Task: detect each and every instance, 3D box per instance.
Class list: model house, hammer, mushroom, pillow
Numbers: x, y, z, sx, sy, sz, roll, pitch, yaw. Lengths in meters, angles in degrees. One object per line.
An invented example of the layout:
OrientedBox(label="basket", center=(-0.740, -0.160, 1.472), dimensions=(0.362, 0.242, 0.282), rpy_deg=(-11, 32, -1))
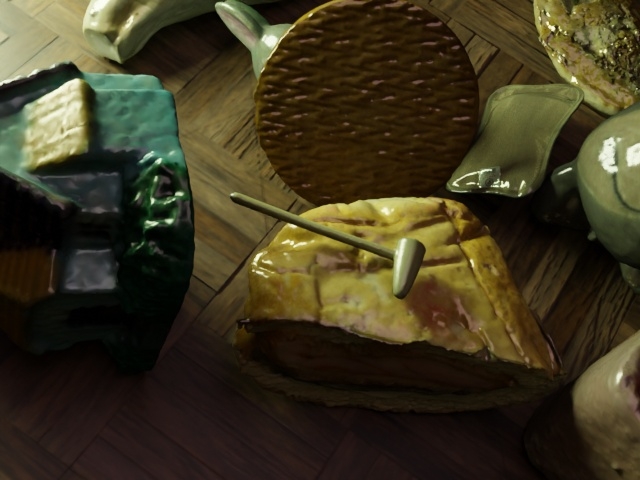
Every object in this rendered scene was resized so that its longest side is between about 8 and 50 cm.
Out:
OrientedBox(label="model house", center=(-0.270, -0.012, 0.827), dimensions=(0.249, 0.280, 0.229), rpy_deg=(-2, 60, -22))
OrientedBox(label="hammer", center=(0.000, 0.000, 0.865), dimensions=(0.195, 0.028, 0.060), rpy_deg=(20, 62, 6))
OrientedBox(label="mushroom", center=(-0.145, -0.330, 1.156), dimensions=(0.351, 0.095, 0.122), rpy_deg=(-30, 89, -25))
OrientedBox(label="pillow", center=(0.246, -0.131, 1.144), dimensions=(0.130, 0.033, 0.217), rpy_deg=(6, 48, 33))

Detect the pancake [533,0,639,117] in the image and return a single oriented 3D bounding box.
OrientedBox(label="pancake", center=(0.462, -0.301, 1.314), dimensions=(0.356, 0.065, 0.356), rpy_deg=(8, 59, -13))

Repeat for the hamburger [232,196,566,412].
OrientedBox(label="hamburger", center=(0.082, 0.058, 0.951), dimensions=(0.330, 0.162, 0.208), rpy_deg=(8, 55, -4))

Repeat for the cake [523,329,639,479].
OrientedBox(label="cake", center=(0.399, 0.187, 0.924), dimensions=(0.309, 0.230, 0.237), rpy_deg=(-29, 74, -28))

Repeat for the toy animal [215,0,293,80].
OrientedBox(label="toy animal", center=(-0.014, -0.223, 1.126), dimensions=(0.251, 0.127, 0.125), rpy_deg=(19, 83, 6))

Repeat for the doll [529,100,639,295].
OrientedBox(label="doll", center=(0.459, -0.112, 1.062), dimensions=(0.252, 0.382, 0.379), rpy_deg=(49, 43, 7))

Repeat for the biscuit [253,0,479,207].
OrientedBox(label="biscuit", center=(0.053, -0.153, 1.046), dimensions=(0.262, 0.261, 0.037), rpy_deg=(9, 18, -9))
